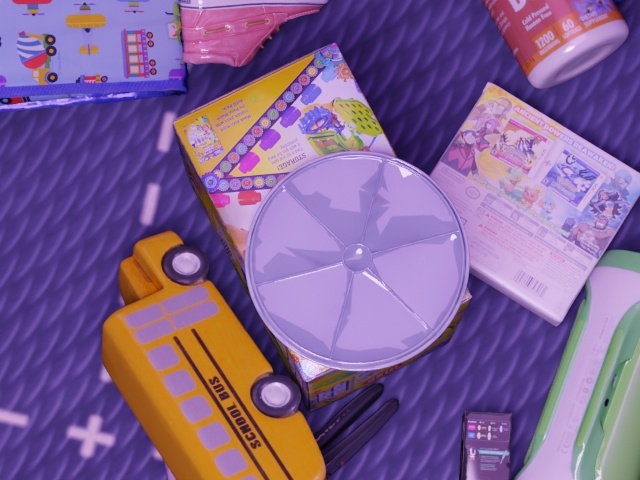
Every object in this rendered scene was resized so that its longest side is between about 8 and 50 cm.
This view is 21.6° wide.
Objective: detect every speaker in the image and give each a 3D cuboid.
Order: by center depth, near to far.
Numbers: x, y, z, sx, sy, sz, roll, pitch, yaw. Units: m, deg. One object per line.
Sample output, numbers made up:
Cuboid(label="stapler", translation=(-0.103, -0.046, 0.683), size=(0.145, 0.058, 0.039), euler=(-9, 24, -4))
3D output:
Cuboid(label="speaker", translation=(0.294, 0.165, 1.718), size=(0.131, 0.131, 0.296), euler=(21, 80, 5))

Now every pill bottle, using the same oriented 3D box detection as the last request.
Cuboid(label="pill bottle", translation=(0.230, -0.283, 1.812), size=(0.121, 0.121, 0.216), euler=(-29, 80, -5))

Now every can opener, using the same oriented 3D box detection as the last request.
Cuboid(label="can opener", translation=(0.006, 0.219, 1.749), size=(0.186, 0.073, 0.059), euler=(-33, 73, -15))

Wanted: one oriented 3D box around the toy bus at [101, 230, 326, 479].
Cuboid(label="toy bus", translation=(-0.116, 0.150, 1.675), size=(0.130, 0.108, 0.332), euler=(-24, 60, -24))

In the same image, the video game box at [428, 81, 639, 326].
Cuboid(label="video game box", translation=(0.217, -0.040, 1.801), size=(0.205, 0.048, 0.187), euler=(33, 83, 7))

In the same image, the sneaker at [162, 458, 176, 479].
Cuboid(label="sneaker", translation=(-0.119, 0.246, 1.720), size=(0.095, 0.104, 0.236), euler=(-11, 76, 1))

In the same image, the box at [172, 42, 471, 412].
Cuboid(label="box", translation=(0.000, 0.000, 1.673), size=(0.177, 0.290, 0.279), euler=(-26, 80, -5))

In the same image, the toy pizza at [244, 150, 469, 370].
Cuboid(label="toy pizza", translation=(0.033, 0.019, 1.505), size=(0.201, 0.032, 0.201), euler=(0, 78, 1))

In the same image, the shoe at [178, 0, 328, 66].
Cuboid(label="shoe", translation=(-0.073, -0.236, 1.830), size=(0.178, 0.063, 0.081), euler=(-8, 109, -29))

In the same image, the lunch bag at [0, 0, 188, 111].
Cuboid(label="lunch bag", translation=(-0.269, -0.261, 1.805), size=(0.293, 0.138, 0.220), euler=(-5, 88, -12))

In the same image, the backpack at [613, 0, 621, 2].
Cuboid(label="backpack", translation=(0.341, -0.328, 1.832), size=(0.120, 0.101, 0.098), euler=(-31, 73, -2))

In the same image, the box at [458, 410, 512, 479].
Cuboid(label="box", translation=(0.171, 0.222, 1.741), size=(0.052, 0.062, 0.083), euler=(3, 78, 3))
